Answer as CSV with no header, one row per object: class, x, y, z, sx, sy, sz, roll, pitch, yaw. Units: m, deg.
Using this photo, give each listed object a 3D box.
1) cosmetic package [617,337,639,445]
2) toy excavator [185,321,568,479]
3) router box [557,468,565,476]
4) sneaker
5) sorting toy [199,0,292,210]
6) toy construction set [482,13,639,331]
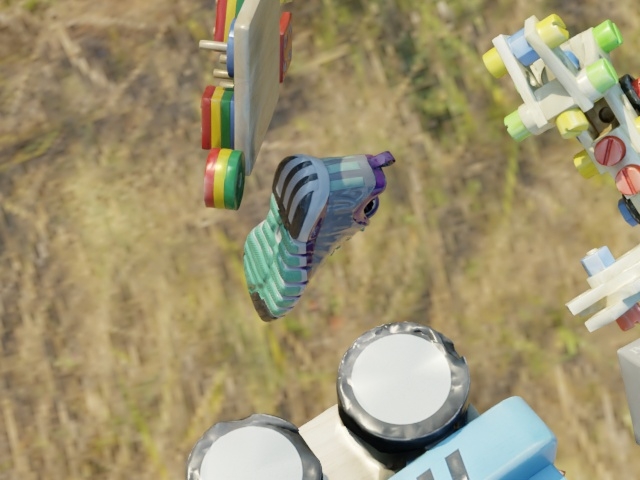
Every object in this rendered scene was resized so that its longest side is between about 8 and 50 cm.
cosmetic package,0.350,0.137,1.447,0.127,0.238,0.107,-27,120,-20
toy excavator,0.169,0.276,1.483,0.433,0.222,0.445,-32,64,-17
router box,0.177,0.238,1.794,0.122,0.092,0.038,-25,129,-71
sneaker,0.000,0.000,1.612,0.098,0.224,0.083,-11,65,-21
sorting toy,-0.064,-0.146,1.488,0.274,0.046,0.132,-73,167,-55
toy construction set,0.286,-0.078,1.882,0.215,0.151,0.328,-30,103,-66
